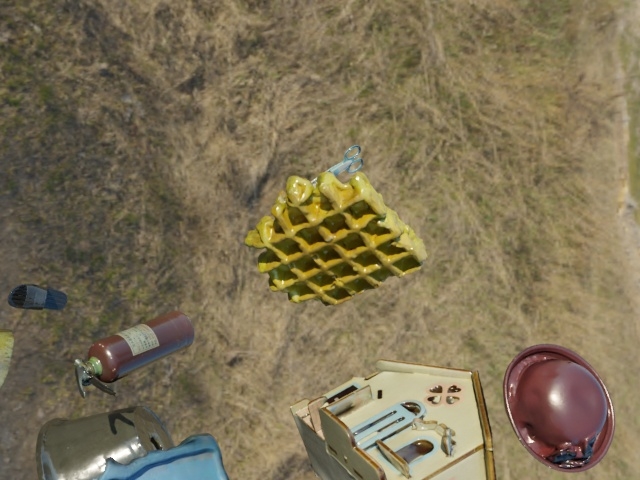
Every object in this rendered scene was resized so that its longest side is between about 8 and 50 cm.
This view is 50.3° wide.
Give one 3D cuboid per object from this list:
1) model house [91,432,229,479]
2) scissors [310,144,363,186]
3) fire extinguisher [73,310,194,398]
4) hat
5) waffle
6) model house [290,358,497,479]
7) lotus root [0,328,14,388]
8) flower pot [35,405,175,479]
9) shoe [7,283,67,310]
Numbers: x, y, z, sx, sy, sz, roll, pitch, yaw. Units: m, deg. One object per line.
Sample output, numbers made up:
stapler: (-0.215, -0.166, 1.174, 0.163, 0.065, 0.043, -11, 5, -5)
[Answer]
model house: (-0.267, 0.437, 0.926, 0.237, 0.303, 0.216, 6, 51, -56)
scissors: (0.030, -0.131, 1.255, 0.119, 0.014, 0.058, -32, 136, -18)
fire extinguisher: (-0.299, 0.186, 1.091, 0.231, 0.099, 0.071, -22, 137, -52)
hat: (0.385, 0.256, 1.074, 0.089, 0.205, 0.206, 119, -11, -57)
waffle: (0.000, -0.001, 0.952, 0.219, 0.229, 0.057, 46, 29, -35)
model house: (0.134, 0.272, 0.931, 0.244, 0.326, 0.169, -18, 109, -23)
lotus root: (-0.613, 0.232, 1.181, 0.078, 0.183, 0.204, 33, 23, -33)
flower pot: (-0.347, 0.395, 1.181, 0.269, 0.166, 0.269, 60, 1, -2)
shoe: (-0.673, 0.142, 1.650, 0.159, 0.053, 0.062, 18, 83, -57)
